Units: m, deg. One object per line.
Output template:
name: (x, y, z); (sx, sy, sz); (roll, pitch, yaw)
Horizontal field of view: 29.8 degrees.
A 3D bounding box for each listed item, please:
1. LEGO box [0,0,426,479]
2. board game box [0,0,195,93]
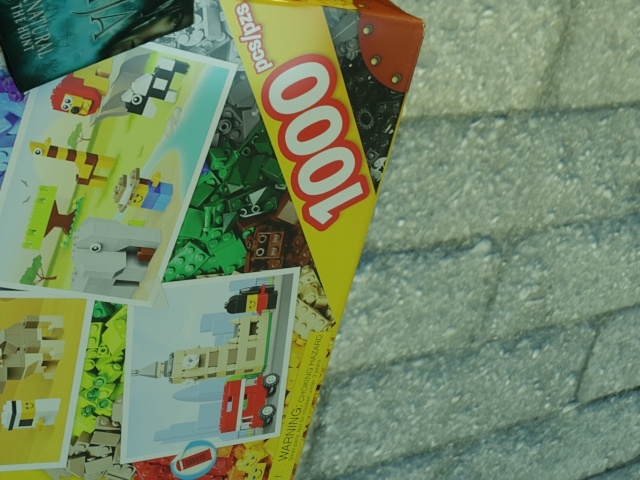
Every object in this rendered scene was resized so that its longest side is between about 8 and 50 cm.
LEGO box: (-0.176, 0.006, 0.978); (0.372, 0.193, 0.500); (2, 117, -27)
board game box: (-0.134, -0.157, 0.698); (0.126, 0.026, 0.186); (-24, 166, -12)
